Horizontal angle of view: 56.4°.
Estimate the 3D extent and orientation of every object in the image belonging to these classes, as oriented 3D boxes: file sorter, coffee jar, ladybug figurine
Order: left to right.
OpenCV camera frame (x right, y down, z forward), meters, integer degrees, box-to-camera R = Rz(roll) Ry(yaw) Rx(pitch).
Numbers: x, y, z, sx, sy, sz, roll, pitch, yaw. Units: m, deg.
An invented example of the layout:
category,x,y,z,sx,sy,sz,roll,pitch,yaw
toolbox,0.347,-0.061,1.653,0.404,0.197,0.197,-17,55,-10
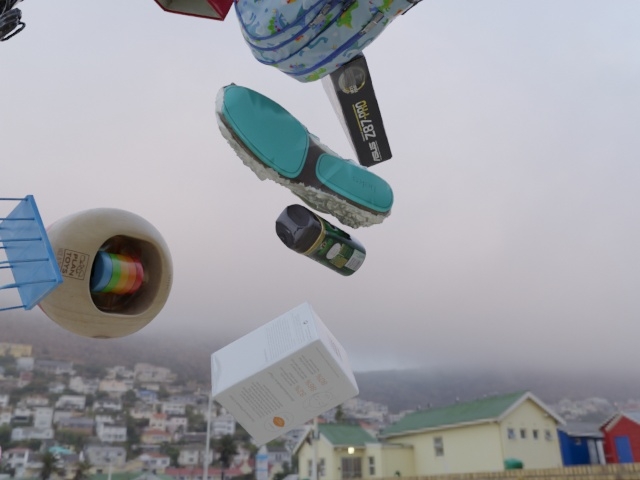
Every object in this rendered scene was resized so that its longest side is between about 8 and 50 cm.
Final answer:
category,x,y,z,sx,sy,sz,roll,pitch,yaw
file sorter,-0.535,0.023,1.006,0.118,0.170,0.104,-33,-16,30
ladybug figurine,-0.520,0.073,1.395,0.162,0.304,0.449,7,-10,21
coffee jar,0.000,0.000,1.138,0.184,0.096,0.079,29,-78,-45

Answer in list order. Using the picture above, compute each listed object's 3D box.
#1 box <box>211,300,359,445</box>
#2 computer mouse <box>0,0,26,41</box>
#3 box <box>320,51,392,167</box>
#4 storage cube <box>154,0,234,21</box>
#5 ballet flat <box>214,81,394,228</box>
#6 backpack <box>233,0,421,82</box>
category,x,y,z,sx,sy,sz,roll,pitch,yaw
box,-0.053,0.194,0.867,0.171,0.091,0.130,-29,-58,6
computer mouse,-0.460,-0.412,0.902,0.189,0.272,0.072,8,-8,36
box,0.052,-0.418,1.488,0.097,0.394,0.318,-20,-39,2
storage cube,-0.278,-0.608,1.256,0.215,0.193,0.184,21,-9,29
ballet flat,-0.044,-0.131,1.133,0.409,0.147,0.147,31,-35,-22
backpack,0.004,-0.482,1.173,0.273,0.290,0.355,-2,-29,-41
